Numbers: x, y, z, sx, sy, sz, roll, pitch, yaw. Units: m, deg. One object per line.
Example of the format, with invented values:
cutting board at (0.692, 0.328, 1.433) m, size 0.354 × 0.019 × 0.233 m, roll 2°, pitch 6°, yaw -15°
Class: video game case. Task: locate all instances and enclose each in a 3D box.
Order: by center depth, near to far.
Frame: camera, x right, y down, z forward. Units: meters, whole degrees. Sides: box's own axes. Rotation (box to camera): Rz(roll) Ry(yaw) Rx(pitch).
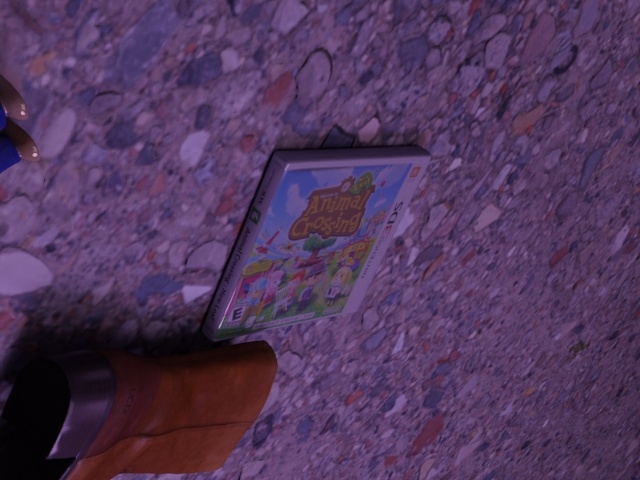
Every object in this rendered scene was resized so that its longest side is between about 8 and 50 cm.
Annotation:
video game case at (0.000, 0.000, 1.091) m, size 0.212 × 0.023 × 0.193 m, roll -7°, pitch 129°, yaw -49°

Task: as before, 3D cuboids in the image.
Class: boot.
boot at (-0.187, 0.197, 1.019) m, size 0.280 × 0.096 × 0.264 m, roll 5°, pitch 114°, yaw -58°

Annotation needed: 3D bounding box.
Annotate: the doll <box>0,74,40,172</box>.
doll at (-0.263, -0.026, 0.702) m, size 0.189 × 0.046 × 0.129 m, roll -33°, pitch 145°, yaw -26°
